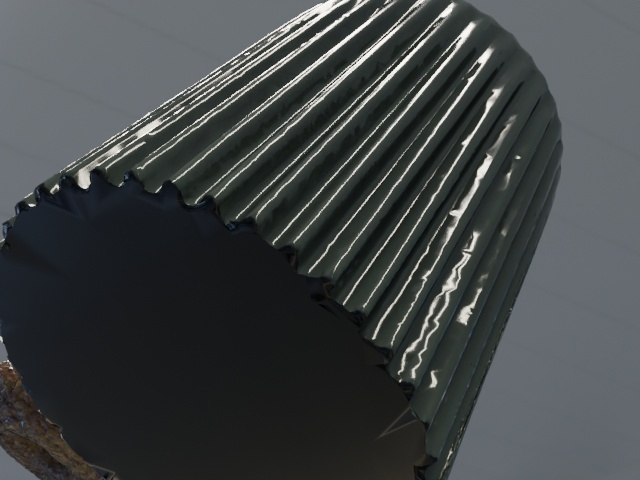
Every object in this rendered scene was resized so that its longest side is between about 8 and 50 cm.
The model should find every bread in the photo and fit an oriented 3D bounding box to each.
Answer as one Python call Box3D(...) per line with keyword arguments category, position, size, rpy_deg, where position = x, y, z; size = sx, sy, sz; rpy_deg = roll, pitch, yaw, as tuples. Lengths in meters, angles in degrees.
Box3D(category="bread", position=(-0.290, 0.203, 1.100), size=(0.193, 0.064, 0.193), rpy_deg=(29, -35, 23))

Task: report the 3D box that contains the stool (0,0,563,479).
Box3D(category="stool", position=(0.000, 0.000, 0.707), size=(0.297, 0.330, 0.297), rpy_deg=(17, -49, 20))
